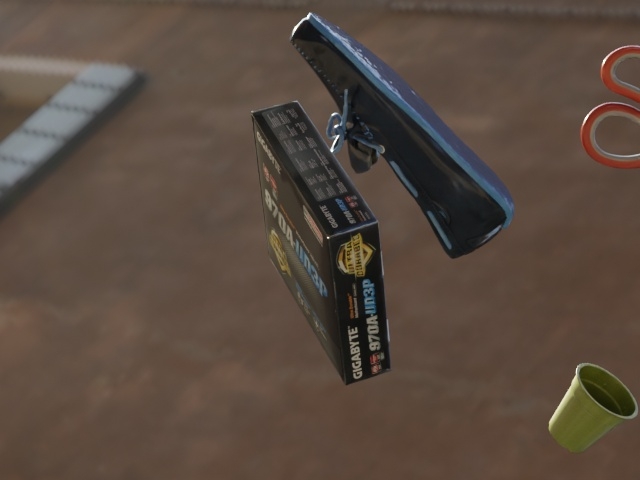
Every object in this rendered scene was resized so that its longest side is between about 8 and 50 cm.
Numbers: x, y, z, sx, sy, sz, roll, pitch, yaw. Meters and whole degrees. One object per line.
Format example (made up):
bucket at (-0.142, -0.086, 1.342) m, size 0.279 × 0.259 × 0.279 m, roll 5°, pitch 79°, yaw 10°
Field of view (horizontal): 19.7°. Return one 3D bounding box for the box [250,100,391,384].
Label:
box at (0.000, 0.000, 1.711) m, size 0.220 × 0.051 × 0.175 m, roll -122°, pitch -160°, yaw -49°

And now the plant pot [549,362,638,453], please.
plant pot at (0.297, 0.193, 2.060) m, size 0.083 × 0.083 × 0.079 m, roll 40°, pitch -62°, yaw 5°

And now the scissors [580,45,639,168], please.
scissors at (0.361, -0.060, 1.594) m, size 0.297 × 0.109 × 0.021 m, roll 30°, pitch 7°, yaw 3°

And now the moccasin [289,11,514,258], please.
moccasin at (0.076, -0.117, 2.160) m, size 0.117 × 0.138 × 0.342 m, roll -44°, pitch -94°, yaw 16°
